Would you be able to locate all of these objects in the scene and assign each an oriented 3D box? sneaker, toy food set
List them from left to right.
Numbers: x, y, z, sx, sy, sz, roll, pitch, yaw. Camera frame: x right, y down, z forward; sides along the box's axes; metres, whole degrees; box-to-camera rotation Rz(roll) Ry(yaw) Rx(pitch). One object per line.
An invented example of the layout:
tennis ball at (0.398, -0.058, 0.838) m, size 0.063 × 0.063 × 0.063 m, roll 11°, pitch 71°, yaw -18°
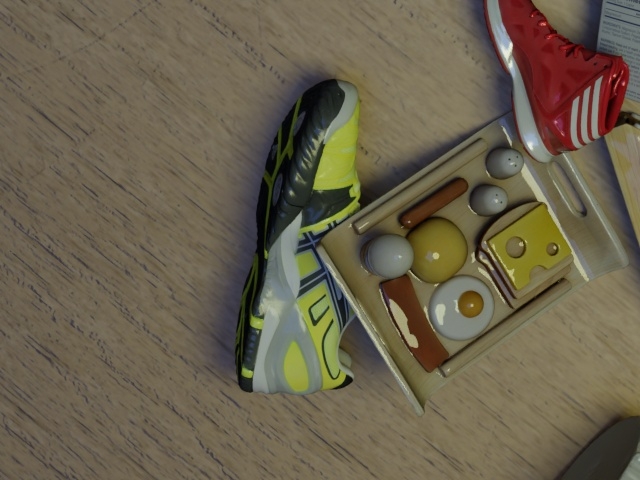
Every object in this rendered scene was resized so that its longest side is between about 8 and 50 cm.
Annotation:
sneaker at (0.000, 0.000, 1.441) m, size 0.147 × 0.145 × 0.385 m, roll 9°, pitch 110°, yaw -12°
toy food set at (0.171, 0.018, 1.358) m, size 0.306 × 0.092 × 0.220 m, roll -33°, pitch 97°, yaw -12°
sneaker at (0.259, -0.204, 1.309) m, size 0.128 × 0.087 × 0.221 m, roll -18°, pitch 86°, yaw 34°

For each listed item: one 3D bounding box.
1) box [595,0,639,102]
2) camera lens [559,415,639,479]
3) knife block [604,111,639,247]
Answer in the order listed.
box at (0.358, -0.213, 1.278) m, size 0.126 × 0.072 × 0.137 m, roll 29°, pitch 127°, yaw 43°
camera lens at (0.403, 0.359, 1.383) m, size 0.274 × 0.219 × 0.219 m, roll 38°, pitch 109°, yaw 1°
knife block at (0.391, 0.020, 1.365) m, size 0.275 × 0.088 × 0.242 m, roll 26°, pitch 108°, yaw 4°
